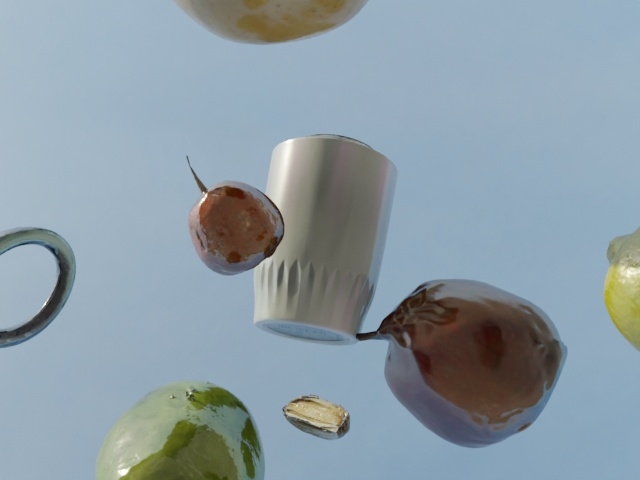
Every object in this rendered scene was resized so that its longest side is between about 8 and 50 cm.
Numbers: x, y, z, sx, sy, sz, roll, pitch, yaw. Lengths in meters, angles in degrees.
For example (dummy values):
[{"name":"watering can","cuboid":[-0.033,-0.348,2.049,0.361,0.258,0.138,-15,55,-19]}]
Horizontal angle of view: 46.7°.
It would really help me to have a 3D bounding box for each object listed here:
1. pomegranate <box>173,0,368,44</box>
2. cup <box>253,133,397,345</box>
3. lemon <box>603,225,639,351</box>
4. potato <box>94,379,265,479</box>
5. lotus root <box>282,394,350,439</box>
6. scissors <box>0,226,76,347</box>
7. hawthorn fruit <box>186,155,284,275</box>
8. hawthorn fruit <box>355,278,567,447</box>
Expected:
[{"name":"pomegranate","cuboid":[-0.082,-0.471,1.037,0.411,0.411,0.412,5,-107,-16]},{"name":"cup","cuboid":[0.000,0.000,1.428,0.253,0.253,0.372,14,-107,-13]},{"name":"lemon","cuboid":[0.444,0.069,0.866,0.184,0.184,0.248,-38,-121,-23]},{"name":"potato","cuboid":[-0.177,0.300,0.953,0.215,0.304,0.216,0,-68,-1]},{"name":"lotus root","cuboid":[-0.002,0.199,0.831,0.037,0.083,0.030,-52,-44,-34]},{"name":"scissors","cuboid":[-0.331,0.129,0.481,0.256,0.029,0.384,37,-110,-47]},{"name":"hawthorn fruit","cuboid":[-0.147,-0.023,1.151,0.189,0.149,0.149,28,-115,-38]},{"name":"hawthorn fruit","cuboid":[0.268,0.209,1.352,0.308,0.308,0.325,-41,-84,-23]}]
